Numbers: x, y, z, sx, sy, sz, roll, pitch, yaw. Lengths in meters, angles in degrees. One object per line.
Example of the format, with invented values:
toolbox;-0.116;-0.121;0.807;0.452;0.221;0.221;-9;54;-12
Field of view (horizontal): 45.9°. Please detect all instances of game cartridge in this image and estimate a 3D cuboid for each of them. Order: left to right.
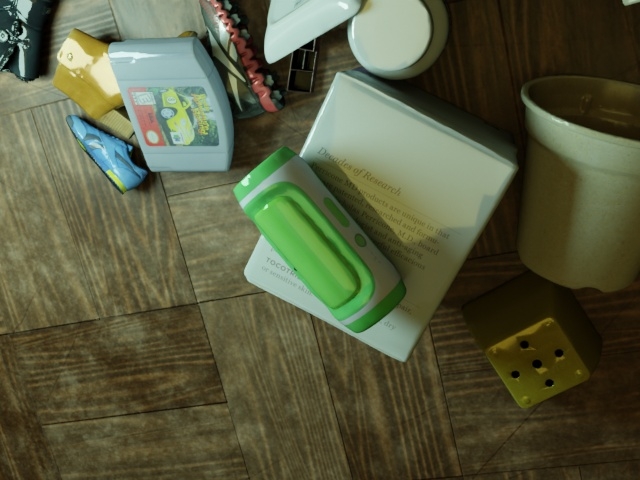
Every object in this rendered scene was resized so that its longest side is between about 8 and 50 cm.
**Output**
game cartridge;-0.273;-0.252;1.461;0.196;0.060;0.294;-2;134;10

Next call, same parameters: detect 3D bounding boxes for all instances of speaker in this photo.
speaker;0.000;0.000;1.180;0.131;0.131;0.296;-39;94;20

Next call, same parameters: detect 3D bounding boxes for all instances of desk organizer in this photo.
desk organizer;-0.031;-0.351;1.467;0.047;0.050;0.130;12;109;8

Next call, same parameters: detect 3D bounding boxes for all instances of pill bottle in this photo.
pill bottle;0.138;-0.365;1.293;0.169;0.301;0.169;3;108;11

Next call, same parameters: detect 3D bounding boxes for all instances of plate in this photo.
plate;-0.007;-0.465;1.276;0.045;0.277;0.277;20;73;-32

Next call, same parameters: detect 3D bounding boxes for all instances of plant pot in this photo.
plant pot;0.414;0.199;1.468;0.212;0.187;0.212;-31;97;18
plant pot;0.485;-0.090;1.320;0.334;0.333;0.305;11;120;8

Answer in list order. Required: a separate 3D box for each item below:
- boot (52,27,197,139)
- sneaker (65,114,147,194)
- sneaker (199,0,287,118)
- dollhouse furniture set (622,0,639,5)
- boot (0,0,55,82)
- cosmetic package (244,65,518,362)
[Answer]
boot;-0.400;-0.358;1.505;0.211;0.104;0.295;38;119;-12
sneaker;-0.453;-0.196;1.605;0.082;0.069;0.209;-41;86;-13
sneaker;-0.181;-0.358;1.471;0.135;0.097;0.276;-24;102;15
dollhouse furniture set;0.610;-0.572;1.052;0.394;0.256;0.361;-23;104;-27
boot;-0.676;-0.455;1.547;0.247;0.094;0.207;22;106;-2
cosmetic package;0.120;-0.068;1.373;0.328;0.329;0.393;28;109;4
